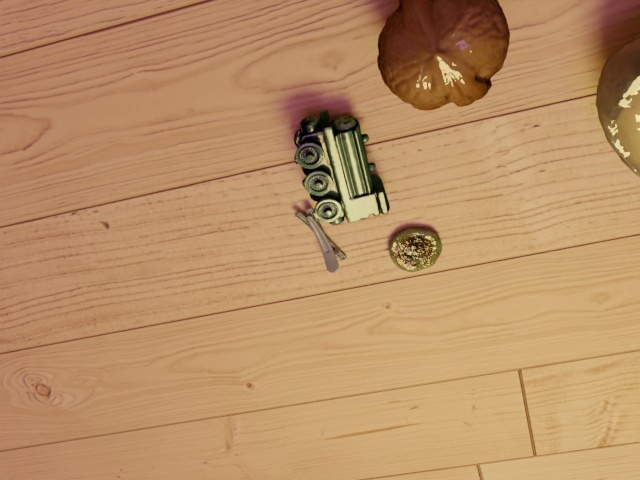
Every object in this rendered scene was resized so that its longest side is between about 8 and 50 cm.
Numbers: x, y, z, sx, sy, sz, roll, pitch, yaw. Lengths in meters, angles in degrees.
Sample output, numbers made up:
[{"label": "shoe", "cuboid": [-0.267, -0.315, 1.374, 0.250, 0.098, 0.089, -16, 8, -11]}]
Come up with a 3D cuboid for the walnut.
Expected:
[{"label": "walnut", "cuboid": [0.139, -0.225, 0.876, 0.155, 0.184, 0.155, 3, 112, 8]}]

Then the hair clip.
[{"label": "hair clip", "cuboid": [0.001, 0.000, 1.144, 0.030, 0.039, 0.115, -26, 120, 14]}]

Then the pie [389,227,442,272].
[{"label": "pie", "cuboid": [0.144, 0.016, 1.160, 0.085, 0.017, 0.085, 2, 127, 2]}]

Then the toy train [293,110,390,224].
[{"label": "toy train", "cuboid": [0.027, -0.099, 1.051, 0.111, 0.071, 0.170, -15, 125, 3]}]

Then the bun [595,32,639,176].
[{"label": "bun", "cuboid": [0.481, -0.185, 0.909, 0.287, 0.146, 0.287, 6, 141, 5]}]
